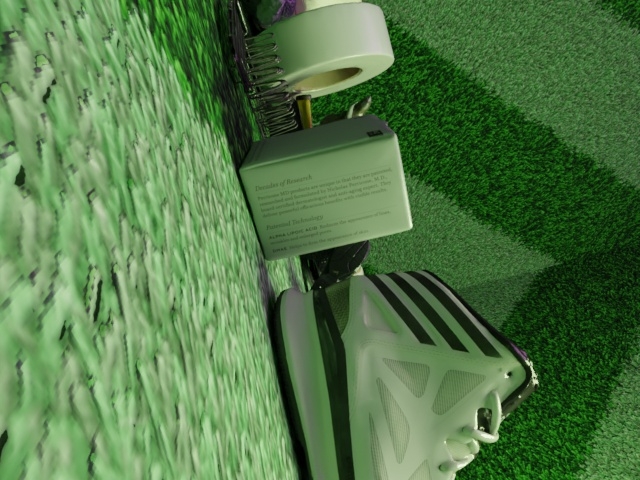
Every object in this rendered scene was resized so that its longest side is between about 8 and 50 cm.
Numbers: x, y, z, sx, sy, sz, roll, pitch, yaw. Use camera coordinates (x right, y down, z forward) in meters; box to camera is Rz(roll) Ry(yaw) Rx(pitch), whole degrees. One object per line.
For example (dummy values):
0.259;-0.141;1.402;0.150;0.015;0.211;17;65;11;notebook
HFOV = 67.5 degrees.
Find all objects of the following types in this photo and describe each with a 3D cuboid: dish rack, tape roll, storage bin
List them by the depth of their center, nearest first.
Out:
-0.084;-0.244;0.779;0.271;0.074;0.208;71;5;-49;dish rack
0.001;-0.375;0.983;0.286;0.287;0.100;-76;152;-83;tape roll
0.000;0.000;1.032;0.180;0.085;0.121;-102;176;-52;storage bin

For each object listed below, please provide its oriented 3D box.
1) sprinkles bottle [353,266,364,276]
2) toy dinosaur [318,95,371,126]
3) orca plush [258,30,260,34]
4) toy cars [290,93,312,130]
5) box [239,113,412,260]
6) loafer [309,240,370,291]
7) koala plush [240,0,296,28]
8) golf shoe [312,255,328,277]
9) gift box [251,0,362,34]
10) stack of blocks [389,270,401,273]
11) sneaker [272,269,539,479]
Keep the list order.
0.050;0.068;1.251;0.121;0.122;0.355;-98;174;-62;sprinkles bottle
0.039;-0.144;0.966;0.160;0.121;0.313;-74;168;-58;toy dinosaur
-0.135;-0.641;1.388;0.287;0.102;0.151;71;5;-50;orca plush
-0.051;-0.183;1.008;0.176;0.087;0.393;86;-1;-50;toy cars
0.006;-0.077;0.617;0.181;0.182;0.118;-95;172;-69;box
0.033;0.061;0.926;0.062;0.170;0.061;39;-15;7;loafer
-0.102;-0.540;0.972;0.196;0.204;0.221;-87;174;-78;koala plush
0.024;0.091;1.100;0.094;0.077;0.198;58;17;-79;golf shoe
-0.042;-0.568;1.223;0.276;0.258;0.254;-124;-165;-51;gift box
0.083;0.201;0.797;0.087;0.171;0.297;-100;174;-51;stack of blocks
0.120;0.239;0.487;0.169;0.258;0.446;60;17;-79;sneaker
